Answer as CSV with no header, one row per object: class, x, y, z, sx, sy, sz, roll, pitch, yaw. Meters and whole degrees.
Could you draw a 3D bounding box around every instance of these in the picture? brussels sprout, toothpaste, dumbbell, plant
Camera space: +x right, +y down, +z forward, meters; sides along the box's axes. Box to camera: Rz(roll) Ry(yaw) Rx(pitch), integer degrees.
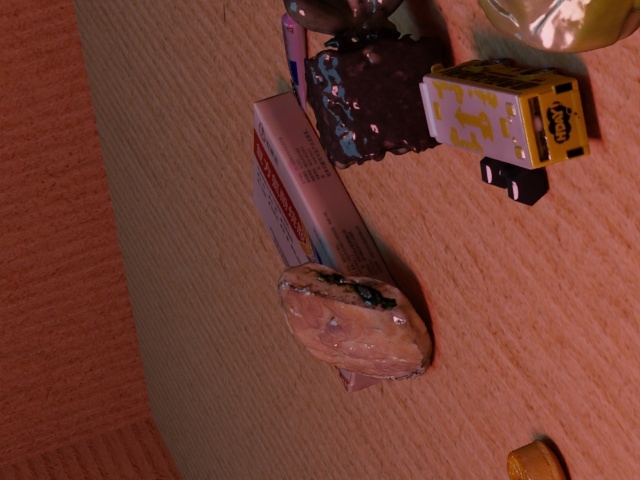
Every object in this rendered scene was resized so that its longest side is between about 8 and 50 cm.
brussels sprout,0.179,-0.248,1.286,0.223,0.161,0.223,33,140,32
toothpaste,-0.030,-0.234,2.310,0.170,0.028,0.045,83,169,-48
dumbbell,0.181,-0.061,1.712,0.036,0.040,0.083,-70,24,10
plant,0.040,-0.212,1.840,0.146,0.149,0.275,-164,60,-72

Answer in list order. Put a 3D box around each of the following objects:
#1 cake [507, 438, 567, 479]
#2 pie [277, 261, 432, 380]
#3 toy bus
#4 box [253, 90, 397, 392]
cake,0.227,0.250,1.889,0.084,0.044,0.084,163,90,-76
pie,0.042,0.110,2.214,0.218,0.052,0.185,15,141,28
toy bus,0.167,-0.114,1.629,0.226,0.074,0.081,-150,44,-68
box,0.000,0.000,2.404,0.214,0.069,0.353,94,153,-54
